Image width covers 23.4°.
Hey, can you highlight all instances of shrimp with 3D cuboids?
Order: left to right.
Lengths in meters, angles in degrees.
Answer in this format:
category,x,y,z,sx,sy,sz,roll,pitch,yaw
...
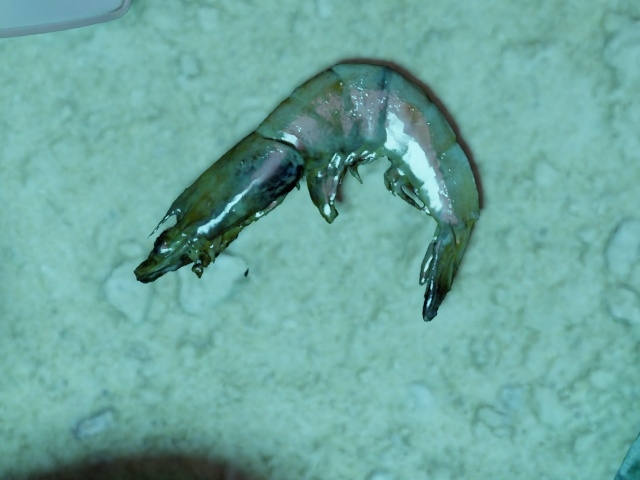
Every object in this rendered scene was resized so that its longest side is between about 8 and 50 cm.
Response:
category,x,y,z,sx,sy,sz,roll,pitch,yaw
shrimp,0.000,-0.001,0.869,0.195,0.035,0.148,-39,97,9

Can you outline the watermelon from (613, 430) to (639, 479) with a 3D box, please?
category,x,y,z,sx,sy,sz,roll,pitch,yaw
watermelon,0.248,0.211,0.814,0.228,0.258,0.387,15,58,17

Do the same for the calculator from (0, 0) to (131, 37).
category,x,y,z,sx,sy,sz,roll,pitch,yaw
calculator,-0.256,-0.216,0.797,0.329,0.048,0.220,4,102,-19
